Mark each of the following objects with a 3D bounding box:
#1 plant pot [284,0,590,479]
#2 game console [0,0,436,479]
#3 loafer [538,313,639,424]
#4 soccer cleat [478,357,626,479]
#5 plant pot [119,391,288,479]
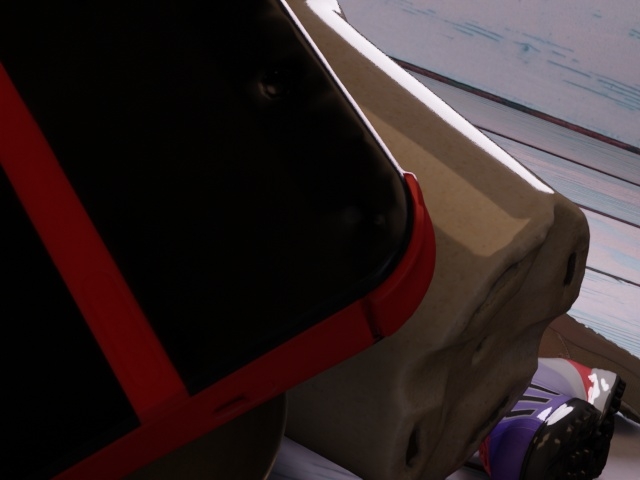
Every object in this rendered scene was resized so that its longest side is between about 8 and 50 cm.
[{"bbox_3d":[0.000,0.000,1.023,0.305,0.333,0.334,33,18,23],"label":"plant pot"},{"bbox_3d":[-0.157,-0.048,0.856,0.386,0.342,0.060,57,-9,26],"label":"game console"},{"bbox_3d":[0.212,0.110,1.386,0.268,0.092,0.102,32,2,-31],"label":"loafer"},{"bbox_3d":[0.157,0.150,1.153,0.116,0.108,0.318,15,9,16],"label":"soccer cleat"},{"bbox_3d":[-0.137,0.094,0.843,0.236,0.032,0.236,3,51,-4],"label":"plant pot"}]
